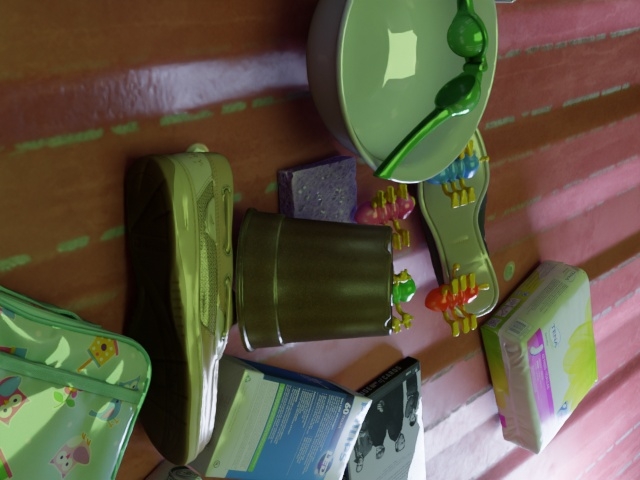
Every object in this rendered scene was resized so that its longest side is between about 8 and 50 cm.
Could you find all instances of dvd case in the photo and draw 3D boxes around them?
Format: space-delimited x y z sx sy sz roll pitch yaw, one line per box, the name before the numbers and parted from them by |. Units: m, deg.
dvd case | 0.096 0.321 1.310 0.179 0.029 0.238 -27 122 -39

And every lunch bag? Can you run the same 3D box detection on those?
lunch bag | -0.298 0.150 0.767 0.279 0.108 0.224 29 82 -48

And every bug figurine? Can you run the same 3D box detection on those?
bug figurine | 0.142 0.001 1.156 0.216 0.072 0.279 -14 113 -27

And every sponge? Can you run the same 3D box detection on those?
sponge | 0.000 0.000 1.095 0.117 0.031 0.210 -21 117 -43

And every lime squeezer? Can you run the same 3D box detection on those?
lime squeezer | 0.143 -0.214 0.973 0.110 0.059 0.310 13 95 -17

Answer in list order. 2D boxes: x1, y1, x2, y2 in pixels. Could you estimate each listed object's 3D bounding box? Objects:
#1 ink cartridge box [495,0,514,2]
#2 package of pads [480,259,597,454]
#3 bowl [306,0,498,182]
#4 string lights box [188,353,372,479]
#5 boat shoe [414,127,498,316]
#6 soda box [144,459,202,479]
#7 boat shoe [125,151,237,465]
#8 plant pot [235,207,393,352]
ink cartridge box | 0.247 -0.395 1.138 0.203 0.148 0.086 -38 126 -34
package of pads | 0.414 0.211 1.560 0.229 0.101 0.296 -40 130 -30
bowl | 0.079 -0.226 1.026 0.298 0.134 0.298 -18 116 -42
string lights box | -0.055 0.235 1.083 0.260 0.077 0.133 25 85 -48
boat shoe | 0.195 -0.043 1.263 0.112 0.095 0.335 -15 115 -4
soda box | -0.208 0.338 0.962 0.183 0.063 0.058 -45 132 -27
boat shoe | -0.134 0.076 0.909 0.110 0.122 0.341 -12 110 -44
plant pot | 0.000 0.045 0.959 0.167 0.165 0.167 0 90 -83
